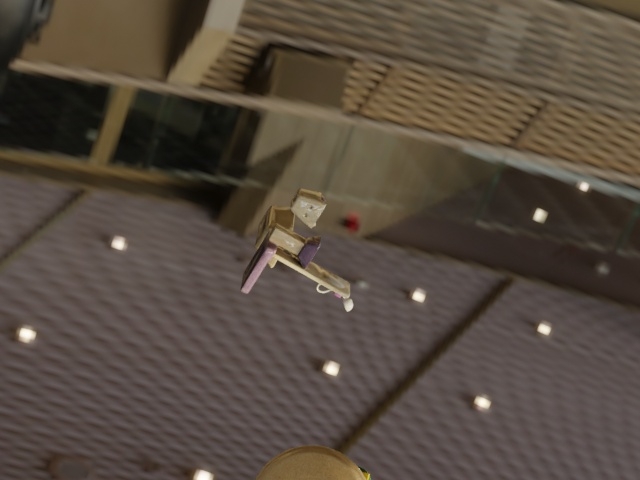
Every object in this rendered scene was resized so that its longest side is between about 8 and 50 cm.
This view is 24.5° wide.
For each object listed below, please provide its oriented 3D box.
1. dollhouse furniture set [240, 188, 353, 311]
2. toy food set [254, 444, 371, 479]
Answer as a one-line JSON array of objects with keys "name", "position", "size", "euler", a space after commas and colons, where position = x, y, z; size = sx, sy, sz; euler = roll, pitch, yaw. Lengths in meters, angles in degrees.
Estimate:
[{"name": "dollhouse furniture set", "position": [0.000, 0.000, 1.116], "size": [0.081, 0.091, 0.114], "euler": [29, -161, -10]}, {"name": "toy food set", "position": [-0.006, 0.173, 0.944], "size": [0.082, 0.083, 0.020], "euler": [14, 163, 10]}]
